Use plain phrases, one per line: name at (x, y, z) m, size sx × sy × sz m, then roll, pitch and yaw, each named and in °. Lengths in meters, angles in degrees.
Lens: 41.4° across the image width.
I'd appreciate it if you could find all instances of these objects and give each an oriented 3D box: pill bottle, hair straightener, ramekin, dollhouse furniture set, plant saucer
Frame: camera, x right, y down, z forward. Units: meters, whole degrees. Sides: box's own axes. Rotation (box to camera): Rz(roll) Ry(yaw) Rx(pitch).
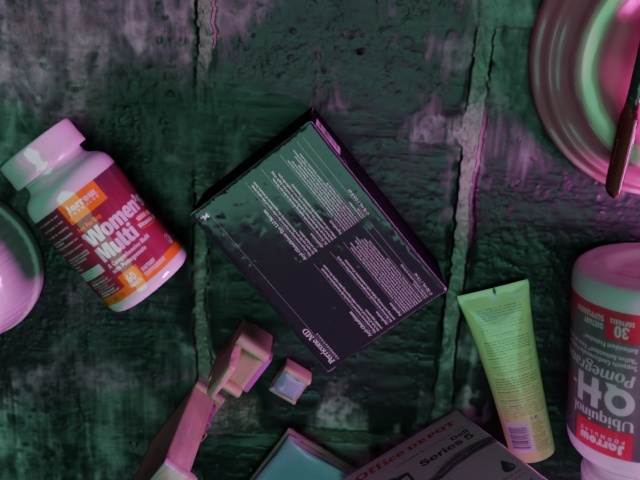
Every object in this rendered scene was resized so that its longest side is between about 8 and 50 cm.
pill bottle at (-0.274, -0.031, 1.026) m, size 0.121 × 0.121 × 0.221 m, roll -34°, pitch 105°, yaw 14°
hair straightener at (0.369, -0.154, 0.903) m, size 0.089 × 0.047 × 0.230 m, roll 5°, pitch 106°, yaw 1°
ramekin at (-0.470, 0.045, 1.071) m, size 0.207 × 0.109 × 0.207 m, roll 1°, pitch 109°, yaw 3°
dollhouse furniture set at (-0.064, 0.322, 1.100) m, size 0.303 × 0.198 × 0.286 m, roll 34°, pitch 108°, yaw -9°
plant saucer at (0.405, -0.203, 0.945) m, size 0.332 × 0.084 × 0.332 m, roll 1°, pitch 110°, yaw 4°
pill bottle at (0.392, 0.176, 1.032) m, size 0.176 × 0.176 × 0.318 m, roll -3°, pitch 109°, yaw 4°

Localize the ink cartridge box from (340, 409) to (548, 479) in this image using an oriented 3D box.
ink cartridge box at (0.162, 0.341, 1.029) m, size 0.198 × 0.273 × 0.115 m, roll -28°, pitch 105°, yaw -11°

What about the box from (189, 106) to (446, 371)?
box at (0.000, 0.000, 1.031) m, size 0.184 × 0.103 × 0.261 m, roll -37°, pitch 104°, yaw 11°

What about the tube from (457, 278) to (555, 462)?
tube at (0.253, 0.171, 1.106) m, size 0.070 × 0.062 × 0.240 m, roll -26°, pitch 106°, yaw -34°
